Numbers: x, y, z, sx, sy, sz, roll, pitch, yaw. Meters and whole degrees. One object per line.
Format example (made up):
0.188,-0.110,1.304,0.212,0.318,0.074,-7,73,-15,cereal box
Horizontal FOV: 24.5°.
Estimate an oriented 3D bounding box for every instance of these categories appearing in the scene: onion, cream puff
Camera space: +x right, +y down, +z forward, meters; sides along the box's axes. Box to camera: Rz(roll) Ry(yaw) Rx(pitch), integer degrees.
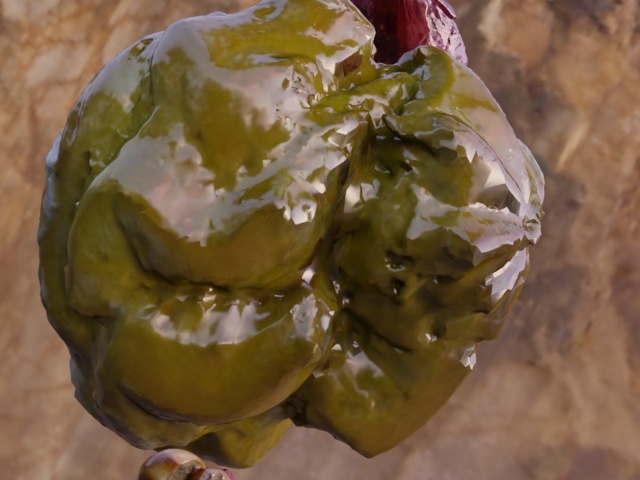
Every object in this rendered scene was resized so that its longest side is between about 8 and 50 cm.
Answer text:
0.057,-0.236,1.738,0.227,0.120,0.283,21,-28,13,onion
0.000,0.000,1.029,0.275,0.378,0.378,24,-14,39,cream puff

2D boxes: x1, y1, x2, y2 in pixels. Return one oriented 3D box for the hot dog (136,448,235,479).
-0.028,0.076,0.340,0.037,0.021,0.083,45,-32,21,hot dog
